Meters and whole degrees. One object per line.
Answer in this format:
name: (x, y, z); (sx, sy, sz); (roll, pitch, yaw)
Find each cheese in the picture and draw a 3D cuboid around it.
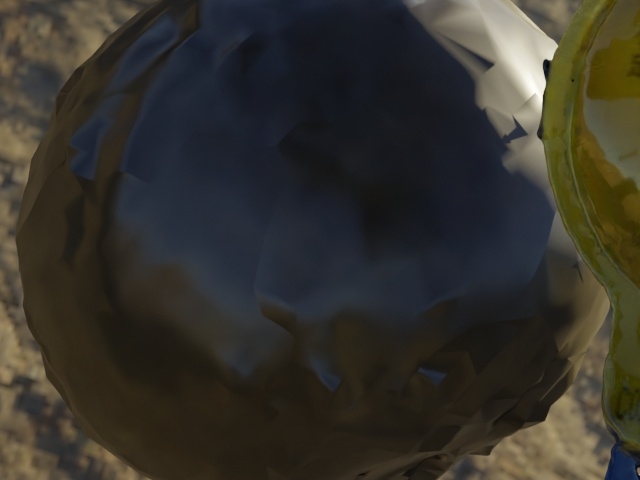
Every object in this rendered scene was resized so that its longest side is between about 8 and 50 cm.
cheese: (0.163, -0.007, 0.803); (0.177, 0.270, 0.069); (8, -5, -23)

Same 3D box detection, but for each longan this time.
longan: (0.000, 0.000, 1.275); (0.391, 0.391, 0.391); (14, 38, -11)
